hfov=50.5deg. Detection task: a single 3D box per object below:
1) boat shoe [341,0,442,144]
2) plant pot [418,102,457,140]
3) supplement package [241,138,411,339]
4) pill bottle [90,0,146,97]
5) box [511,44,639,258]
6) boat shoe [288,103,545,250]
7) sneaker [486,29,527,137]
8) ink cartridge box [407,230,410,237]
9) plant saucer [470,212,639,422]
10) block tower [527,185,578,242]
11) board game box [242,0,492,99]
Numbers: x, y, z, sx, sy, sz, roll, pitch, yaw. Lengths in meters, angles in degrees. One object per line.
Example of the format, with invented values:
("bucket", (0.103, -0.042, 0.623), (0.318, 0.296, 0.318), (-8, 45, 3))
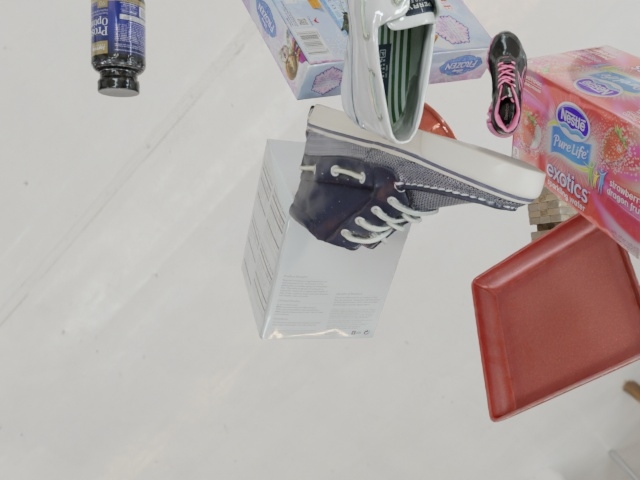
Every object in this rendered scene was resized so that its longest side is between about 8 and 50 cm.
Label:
("boat shoe", (0.062, -0.181, 0.515), (0.083, 0.076, 0.226), (-22, 131, -20))
("plant pot", (0.152, -0.161, 1.608), (0.265, 0.272, 0.272), (-38, 122, -16))
("supplement package", (0.000, 0.000, 1.117), (0.199, 0.198, 0.263), (2, 124, -20))
("pill bottle", (-0.459, -0.445, 1.545), (0.122, 0.123, 0.219), (0, 88, -16))
("box", (0.368, -0.124, 0.830), (0.142, 0.300, 0.154), (-12, 121, -9))
("boat shoe", (0.091, -0.049, 0.773), (0.127, 0.340, 0.158), (8, 103, -36))
("sneaker", (0.209, -0.173, 0.758), (0.047, 0.057, 0.119), (-2, 102, 12))
("ink cartridge box", (0.225, -0.043, 1.925), (0.048, 0.028, 0.083), (-12, 97, -10))
("plant saucer", (0.337, 0.104, 0.959), (0.047, 0.258, 0.259), (29, 132, -26))
("block tower", (0.558, -0.142, 1.648), (0.097, 0.091, 0.336), (-2, 85, -40))
("board game box", (0.049, -0.353, 0.992), (0.318, 0.319, 0.066), (-12, 151, -27))
